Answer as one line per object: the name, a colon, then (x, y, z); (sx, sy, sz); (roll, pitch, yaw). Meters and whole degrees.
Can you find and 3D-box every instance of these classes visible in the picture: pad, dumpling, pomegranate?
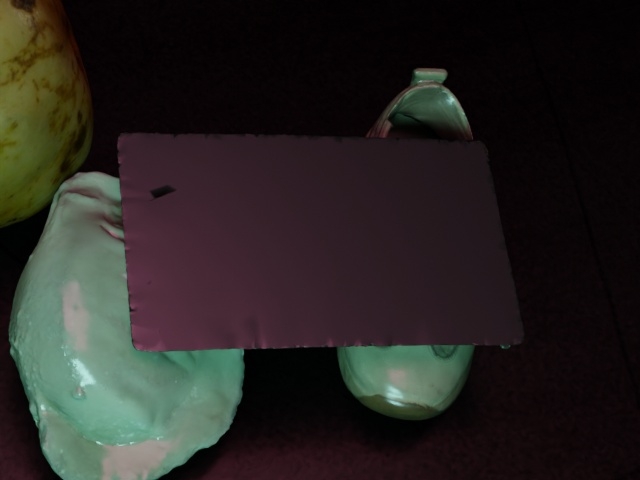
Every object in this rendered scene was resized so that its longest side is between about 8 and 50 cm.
pad: (0.000, 0.000, 0.981); (0.265, 0.009, 0.159); (0, 64, -16)
dumpling: (-0.139, 0.063, 0.979); (0.153, 0.108, 0.219); (22, 62, -43)
pomegranate: (-0.264, -0.106, 0.996); (0.215, 0.215, 0.215); (5, 56, -8)

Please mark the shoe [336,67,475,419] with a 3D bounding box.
shoe: (0.067, -0.002, 1.056); (0.103, 0.098, 0.275); (5, 57, -5)
